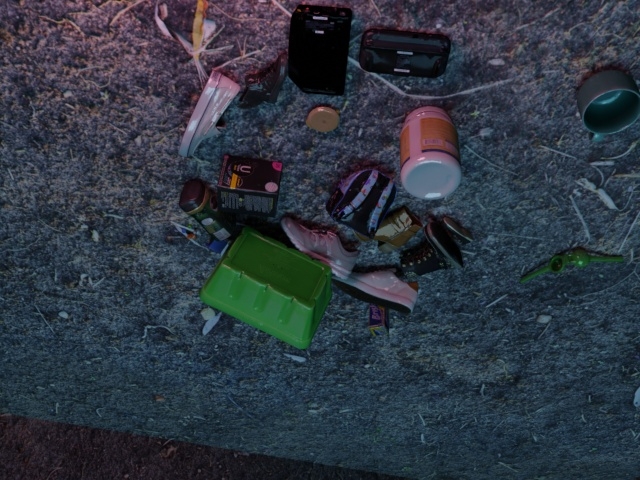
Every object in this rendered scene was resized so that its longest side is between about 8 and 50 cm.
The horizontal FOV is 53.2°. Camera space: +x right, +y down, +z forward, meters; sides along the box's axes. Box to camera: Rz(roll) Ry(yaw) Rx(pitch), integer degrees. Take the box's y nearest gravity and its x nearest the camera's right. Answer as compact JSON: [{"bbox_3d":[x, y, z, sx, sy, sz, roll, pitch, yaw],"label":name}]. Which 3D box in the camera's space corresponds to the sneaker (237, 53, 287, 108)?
[{"bbox_3d":[-0.138,-0.374,1.506,0.089,0.051,0.170,10,144,-13],"label":"sneaker"}]

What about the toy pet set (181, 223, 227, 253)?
[{"bbox_3d":[-0.352,-0.006,1.957,0.122,0.065,0.114,-30,129,35],"label":"toy pet set"}]

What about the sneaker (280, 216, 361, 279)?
[{"bbox_3d":[0.000,0.000,1.934,0.281,0.105,0.115,35,97,-25],"label":"sneaker"}]

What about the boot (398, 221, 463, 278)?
[{"bbox_3d":[0.312,0.040,1.927,0.178,0.085,0.236,-18,145,26],"label":"boot"}]

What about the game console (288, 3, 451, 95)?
[{"bbox_3d":[0.107,-0.415,1.443,0.361,0.044,0.213,5,142,0],"label":"game console"}]

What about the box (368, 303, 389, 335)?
[{"bbox_3d":[0.194,0.227,2.105,0.054,0.169,0.059,-12,138,19],"label":"box"}]

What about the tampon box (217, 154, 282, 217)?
[{"bbox_3d":[-0.191,-0.146,1.730,0.161,0.120,0.101,7,141,-3],"label":"tampon box"}]

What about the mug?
[{"bbox_3d":[0.648,-0.316,1.468,0.129,0.097,0.157,25,137,-24],"label":"mug"}]

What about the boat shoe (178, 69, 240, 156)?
[{"bbox_3d":[-0.276,-0.298,1.584,0.088,0.096,0.267,24,129,-15],"label":"boat shoe"}]

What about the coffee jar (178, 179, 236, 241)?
[{"bbox_3d":[-0.325,-0.085,1.836,0.079,0.096,0.184,-21,133,24],"label":"coffee jar"}]

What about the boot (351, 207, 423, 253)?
[{"bbox_3d":[0.187,-0.050,1.859,0.197,0.073,0.152,28,131,-32],"label":"boot"}]

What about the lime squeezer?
[{"bbox_3d":[0.762,0.069,1.969,0.310,0.059,0.110,-16,166,20],"label":"lime squeezer"}]

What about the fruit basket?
[{"bbox_3d":[-0.160,0.162,1.967,0.392,0.283,0.392,16,140,14],"label":"fruit basket"}]

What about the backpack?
[{"bbox_3d":[0.114,-0.117,1.742,0.158,0.117,0.173,25,104,-24],"label":"backpack"}]

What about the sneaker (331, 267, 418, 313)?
[{"bbox_3d":[0.179,0.137,2.072,0.290,0.123,0.106,18,156,17],"label":"sneaker"}]

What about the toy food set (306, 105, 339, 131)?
[{"bbox_3d":[0.009,-0.303,1.602,0.082,0.020,0.083,14,139,-12],"label":"toy food set"}]

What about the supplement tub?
[{"bbox_3d":[0.264,-0.214,1.545,0.144,0.200,0.144,3,141,3],"label":"supplement tub"}]

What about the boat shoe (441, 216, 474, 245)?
[{"bbox_3d":[0.396,-0.024,1.879,0.133,0.049,0.042,31,126,-34],"label":"boat shoe"}]
